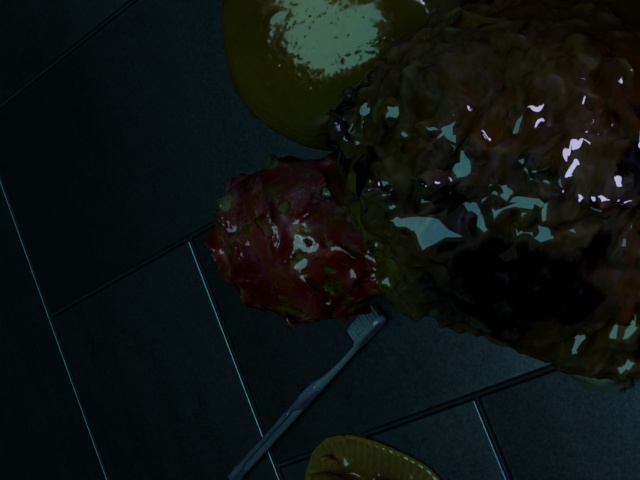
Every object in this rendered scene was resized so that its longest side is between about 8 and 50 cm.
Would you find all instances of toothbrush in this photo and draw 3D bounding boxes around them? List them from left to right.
[{"bbox_3d":[-0.025,0.204,1.447,0.354,0.024,0.029,-51,61,30],"label":"toothbrush"}]

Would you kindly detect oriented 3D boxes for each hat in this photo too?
[{"bbox_3d":[0.013,0.365,1.314,0.233,0.233,0.244,-32,79,34],"label":"hat"}]

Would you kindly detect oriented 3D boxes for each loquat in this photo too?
[{"bbox_3d":[0.042,-0.231,1.178,0.284,0.276,0.276,-18,86,37],"label":"loquat"}]

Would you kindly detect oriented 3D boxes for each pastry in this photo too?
[{"bbox_3d":[0.221,-0.044,0.992,0.292,0.405,0.337,95,159,-47],"label":"pastry"}]

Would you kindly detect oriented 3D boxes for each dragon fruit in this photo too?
[{"bbox_3d":[0.000,0.000,1.295,0.268,0.210,0.205,17,146,36],"label":"dragon fruit"}]

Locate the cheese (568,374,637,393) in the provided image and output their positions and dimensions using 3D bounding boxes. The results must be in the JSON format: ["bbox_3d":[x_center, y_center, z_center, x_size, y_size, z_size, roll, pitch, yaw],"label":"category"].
[{"bbox_3d":[0.254,0.040,1.186,0.249,0.071,0.163,37,116,26],"label":"cheese"}]
